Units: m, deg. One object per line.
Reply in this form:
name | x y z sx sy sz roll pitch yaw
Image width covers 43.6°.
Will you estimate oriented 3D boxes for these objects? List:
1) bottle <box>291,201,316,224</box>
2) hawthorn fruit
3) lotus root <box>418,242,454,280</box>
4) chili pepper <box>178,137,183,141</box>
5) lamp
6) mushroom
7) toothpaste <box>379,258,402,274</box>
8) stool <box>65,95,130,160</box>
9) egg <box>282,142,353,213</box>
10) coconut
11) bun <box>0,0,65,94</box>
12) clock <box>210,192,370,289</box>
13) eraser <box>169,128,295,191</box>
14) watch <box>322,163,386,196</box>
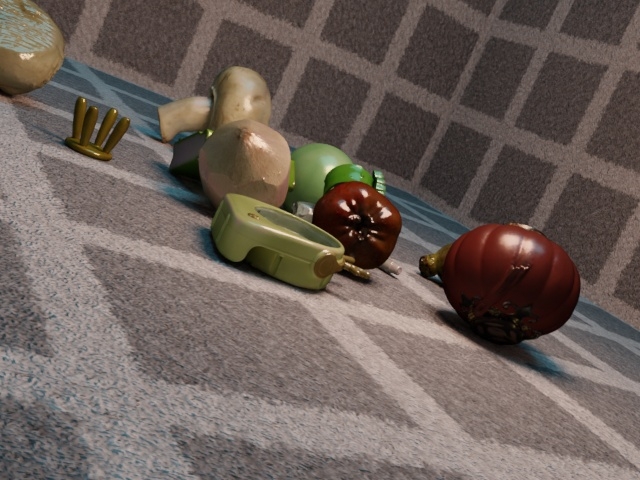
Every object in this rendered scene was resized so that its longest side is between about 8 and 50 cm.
bottle | 0.052 -0.030 2.027 0.269 0.083 0.083 16 12 -17
hawthorn fruit | 0.071 -0.036 1.835 0.208 0.208 0.248 22 3 -12
lotus root | 0.421 0.087 2.162 0.309 0.173 0.173 19 10 3
chili pepper | -0.343 -0.237 2.296 0.201 0.050 0.052 32 -27 20
lamp | 0.419 0.095 1.772 0.303 0.257 0.303 18 -26 9
mushroom | -0.288 -0.354 2.452 0.315 0.356 0.315 45 -6 6
toothpaste | 0.122 0.037 2.051 0.218 0.033 0.052 28 6 41
stool | -0.508 -0.251 1.815 0.135 0.110 0.134 24 11 5
egg | -0.008 -0.151 2.157 0.220 0.220 0.269 23 0 -9
coconut | -0.170 -0.164 1.787 0.224 0.224 0.234 25 -22 3
bun | -0.838 -0.507 2.043 0.362 0.234 0.326 46 24 21
clock | -0.057 0.015 1.560 0.308 0.096 0.235 21 10 -18
eraser | -0.218 -0.186 2.022 0.274 0.092 0.210 18 -15 -31
watch | 0.078 -0.099 1.963 0.152 0.165 0.131 9 48 -4
